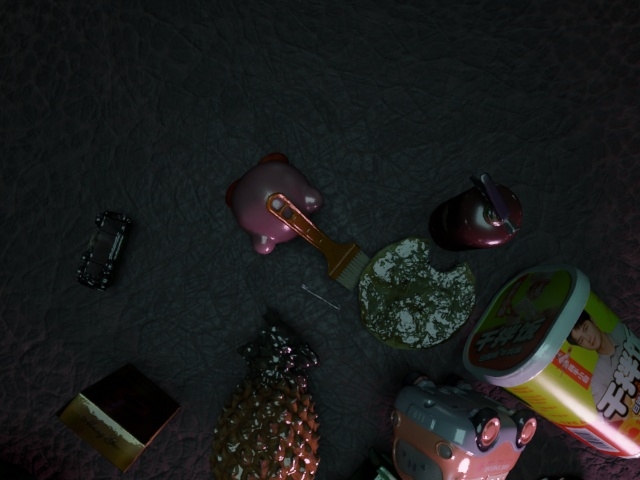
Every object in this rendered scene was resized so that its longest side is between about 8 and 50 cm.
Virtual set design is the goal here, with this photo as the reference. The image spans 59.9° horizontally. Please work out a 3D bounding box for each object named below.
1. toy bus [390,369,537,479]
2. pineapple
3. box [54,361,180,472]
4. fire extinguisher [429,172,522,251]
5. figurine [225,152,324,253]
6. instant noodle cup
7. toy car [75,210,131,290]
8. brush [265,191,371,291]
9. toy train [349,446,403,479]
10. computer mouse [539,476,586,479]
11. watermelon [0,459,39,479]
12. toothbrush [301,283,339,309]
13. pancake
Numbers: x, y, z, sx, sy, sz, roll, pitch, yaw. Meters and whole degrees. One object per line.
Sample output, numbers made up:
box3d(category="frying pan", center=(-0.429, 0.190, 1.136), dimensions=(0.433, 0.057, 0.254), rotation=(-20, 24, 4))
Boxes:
box3d(category="toy bus", center=(0.256, 0.390, 1.064), dimensions=(0.287, 0.194, 0.232), rotation=(13, 97, -42))
box3d(category="pineapple", center=(-0.088, 0.310, 1.100), dimensions=(0.222, 0.223, 0.358), rotation=(10, 74, 0))
box3d(category="box", center=(-0.375, 0.328, 1.066), dimensions=(0.159, 0.240, 0.071), rotation=(42, 90, 1))
box3d(category="fire extinguisher", center=(0.286, -0.047, 1.037), dimensions=(0.114, 0.337, 0.136), rotation=(-37, 89, -2))
box3d(category="figurine", center=(-0.093, -0.075, 1.120), dimensions=(0.173, 0.173, 0.174), rotation=(0, 88, -1))
box3d(category="instant noodle cup", center=(0.489, 0.242, 1.076), dimensions=(0.307, 0.294, 0.294), rotation=(39, 88, -7))
box3d(category="toy car", center=(-0.450, 0.020, 1.165), dimensions=(0.071, 0.062, 0.165), rotation=(19, 88, -1))
box3d(category="brush", center=(0.000, 0.000, 1.099), dimensions=(0.090, 0.017, 0.314), rotation=(-51, 127, -3))
box3d(category="toy train", center=(0.136, 0.578, 1.111), dimensions=(0.266, 0.145, 0.202), rotation=(43, 85, 1))
box3d(category="computer mouse", center=(0.479, 0.584, 1.147), dimensions=(0.241, 0.077, 0.147), rotation=(-37, 87, -2))
box3d(category="watermelon", center=(-0.665, 0.571, 1.011), dimensions=(0.362, 0.363, 0.364), rotation=(0, 88, -1))
box3d(category="toothbrush", center=(0.000, 0.122, 1.193), dimensions=(0.096, 0.006, 0.008), rotation=(33, 84, 1))
box3d(category="pancake", center=(0.197, 0.117, 1.168), dimensions=(0.253, 0.037, 0.254), rotation=(0, 97, 1))
